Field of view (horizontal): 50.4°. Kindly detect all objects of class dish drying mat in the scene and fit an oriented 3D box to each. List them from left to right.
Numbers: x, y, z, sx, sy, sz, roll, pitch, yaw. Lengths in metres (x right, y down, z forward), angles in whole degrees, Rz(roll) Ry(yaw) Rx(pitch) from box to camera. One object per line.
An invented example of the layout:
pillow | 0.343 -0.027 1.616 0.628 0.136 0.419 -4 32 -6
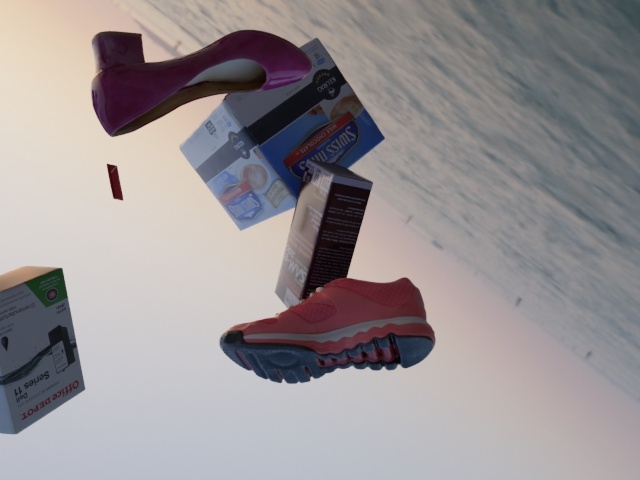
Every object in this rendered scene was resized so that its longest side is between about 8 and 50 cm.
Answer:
dish drying mat | -0.456 -0.130 1.510 0.032 0.008 0.083 13 -121 -64

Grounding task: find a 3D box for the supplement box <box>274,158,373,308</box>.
supplement box | 0.000 0.000 1.104 0.073 0.240 0.130 9 -167 -23

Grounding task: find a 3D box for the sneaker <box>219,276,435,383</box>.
sneaker | 0.008 0.124 1.010 0.116 0.313 0.136 77 -170 -50

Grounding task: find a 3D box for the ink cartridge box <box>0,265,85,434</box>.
ink cartridge box | -0.446 0.158 1.008 0.086 0.209 0.153 1 -164 23

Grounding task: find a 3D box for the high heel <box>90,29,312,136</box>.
high heel | -0.113 -0.157 0.709 0.243 0.082 0.117 -1 -117 -29

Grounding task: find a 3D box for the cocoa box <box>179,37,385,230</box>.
cocoa box | -0.088 -0.189 1.332 0.228 0.231 0.347 55 156 -9
